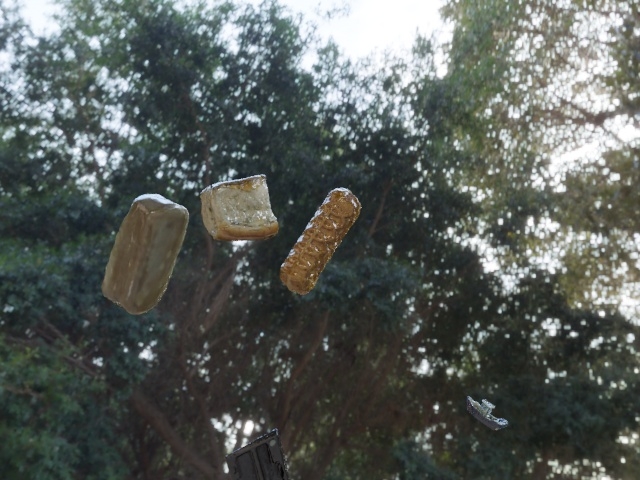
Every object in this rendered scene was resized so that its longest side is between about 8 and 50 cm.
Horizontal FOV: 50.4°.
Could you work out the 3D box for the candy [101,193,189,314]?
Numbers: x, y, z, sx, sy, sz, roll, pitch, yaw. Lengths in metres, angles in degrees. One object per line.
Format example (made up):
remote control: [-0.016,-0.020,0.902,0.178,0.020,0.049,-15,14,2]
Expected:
candy: [-0.345,0.026,1.338,0.104,0.234,0.102,24,10,37]

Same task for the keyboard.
keyboard: [-0.055,0.292,0.738,0.010,0.064,0.198,35,-39,53]

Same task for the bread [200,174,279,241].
bread: [-0.095,-0.032,0.781,0.083,0.070,0.076,-176,-108,-69]

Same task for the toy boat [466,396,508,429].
toy boat: [0.283,0.293,1.162,0.083,0.038,0.038,30,-29,39]

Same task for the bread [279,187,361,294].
bread: [0.000,0.000,0.902,0.052,0.157,0.044,30,-11,11]
